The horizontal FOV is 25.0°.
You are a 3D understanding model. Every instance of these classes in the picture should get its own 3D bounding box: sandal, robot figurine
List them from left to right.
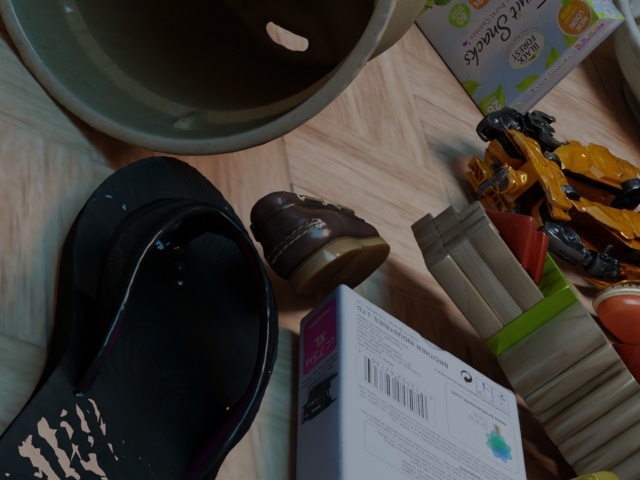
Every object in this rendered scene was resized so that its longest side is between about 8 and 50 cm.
[{"bbox_3d":[-0.091,0.074,0.898,0.167,0.107,0.446,37,30,-17],"label":"sandal"},{"bbox_3d":[0.261,-0.030,1.471,0.291,0.085,0.211,12,44,-44],"label":"robot figurine"}]

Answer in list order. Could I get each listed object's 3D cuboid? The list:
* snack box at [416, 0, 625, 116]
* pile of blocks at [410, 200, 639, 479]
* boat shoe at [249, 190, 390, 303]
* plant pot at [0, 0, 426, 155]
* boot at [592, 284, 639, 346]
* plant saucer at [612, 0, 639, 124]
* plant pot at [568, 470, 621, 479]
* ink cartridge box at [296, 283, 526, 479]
[{"bbox_3d":[0.201,-0.261,1.583,0.070,0.174,0.207,-12,62,-53],"label":"snack box"},{"bbox_3d":[0.221,0.104,1.195,0.362,0.112,0.149,55,9,4],"label":"pile of blocks"},{"bbox_3d":[0.000,0.000,1.082,0.073,0.073,0.207,49,3,12],"label":"boat shoe"},{"bbox_3d":[-0.045,-0.246,1.170,0.334,0.334,0.305,50,20,8],"label":"plant pot"},{"bbox_3d":[0.333,0.105,1.428,0.158,0.059,0.084,33,38,-23],"label":"boot"},{"bbox_3d":[0.512,-0.175,1.929,0.400,0.100,0.400,30,33,-23],"label":"plant saucer"},{"bbox_3d":[0.194,0.215,1.070,0.083,0.081,0.081,55,18,-50],"label":"plant pot"},{"bbox_3d":[0.068,0.189,1.000,0.186,0.065,0.311,33,31,-24],"label":"ink cartridge box"}]
